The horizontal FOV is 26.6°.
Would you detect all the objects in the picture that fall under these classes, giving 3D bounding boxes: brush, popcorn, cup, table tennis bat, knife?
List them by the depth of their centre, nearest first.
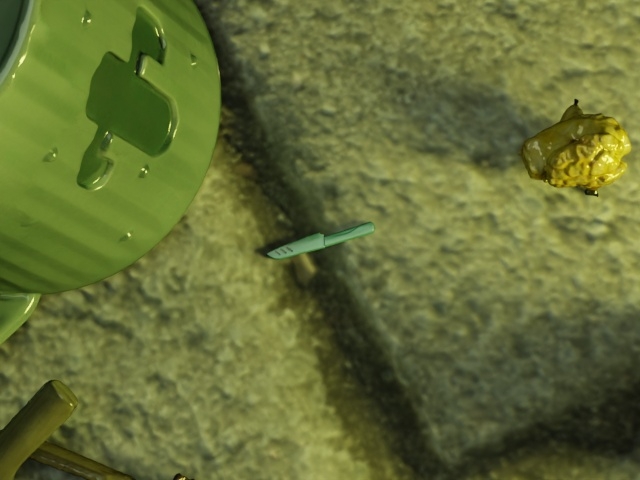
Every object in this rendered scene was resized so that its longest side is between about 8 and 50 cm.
[{"bbox_3d":[-0.247,-0.085,0.937,0.310,0.392,0.401,-11,83,6],"label":"cup"},{"bbox_3d":[-0.276,0.199,1.028,0.138,0.022,0.246,45,98,7],"label":"table tennis bat"},{"bbox_3d":[-0.132,0.188,1.044,0.248,0.043,0.036,21,73,8],"label":"brush"},{"bbox_3d":[0.206,-0.062,1.069,0.084,0.084,0.084,-1,78,3],"label":"popcorn"},{"bbox_3d":[0.000,0.000,1.094,0.091,0.005,0.014,-17,79,0],"label":"knife"}]
